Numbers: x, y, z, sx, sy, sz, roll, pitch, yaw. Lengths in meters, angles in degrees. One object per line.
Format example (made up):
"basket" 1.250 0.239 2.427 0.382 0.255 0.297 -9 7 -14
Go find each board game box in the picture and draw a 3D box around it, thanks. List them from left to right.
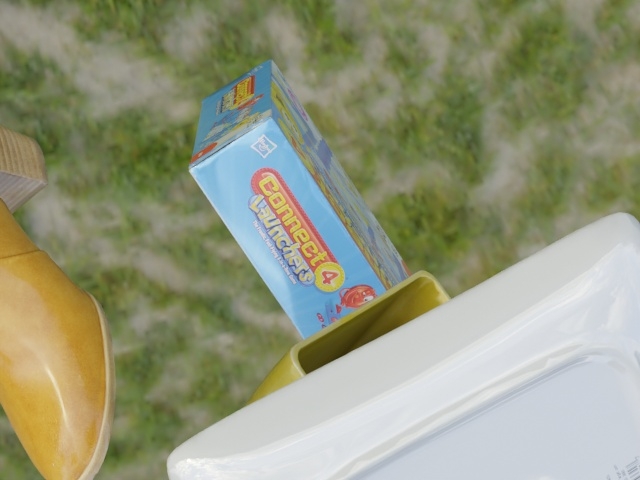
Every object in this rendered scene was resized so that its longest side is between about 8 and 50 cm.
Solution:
"board game box" 0.000 0.000 1.588 0.086 0.302 0.308 -32 104 7

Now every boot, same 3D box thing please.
"boot" -0.255 0.022 1.065 0.211 0.295 0.104 13 137 -43

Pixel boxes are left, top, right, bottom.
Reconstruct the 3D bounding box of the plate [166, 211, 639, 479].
"plate" 0.094 0.161 0.898 0.278 0.045 0.277 -28 118 -9

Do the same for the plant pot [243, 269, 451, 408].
"plant pot" 0.036 0.183 1.340 0.187 0.212 0.212 -40 172 36
